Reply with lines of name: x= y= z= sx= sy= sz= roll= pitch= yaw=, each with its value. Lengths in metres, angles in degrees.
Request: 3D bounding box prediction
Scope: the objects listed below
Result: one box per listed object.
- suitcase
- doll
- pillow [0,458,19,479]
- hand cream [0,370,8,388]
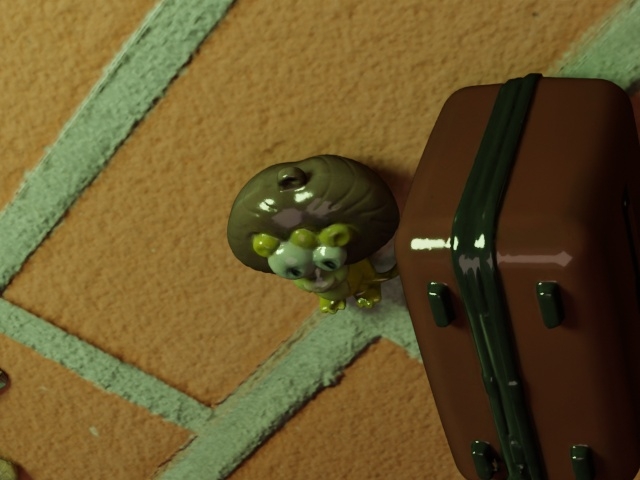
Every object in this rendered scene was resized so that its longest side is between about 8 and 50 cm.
suitcase: x=0.174 y=0.037 z=1.270 sx=0.161 sy=0.236 sz=0.297 roll=-1 pitch=131 yaw=21
doll: x=0.009 y=-0.001 z=1.347 sx=0.145 sy=0.096 sz=0.188 roll=-24 pitch=135 yaw=33
pillow: x=-0.412 y=0.220 z=1.615 sx=0.211 sy=0.034 sz=0.135 roll=38 pitch=120 yaw=-26
hand cream: x=-0.432 y=0.057 z=1.460 sx=0.124 sy=0.077 sz=0.340 roll=-31 pitch=129 yaw=9
